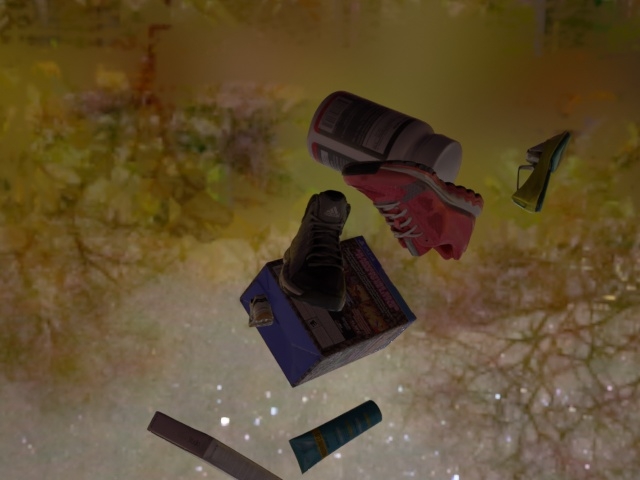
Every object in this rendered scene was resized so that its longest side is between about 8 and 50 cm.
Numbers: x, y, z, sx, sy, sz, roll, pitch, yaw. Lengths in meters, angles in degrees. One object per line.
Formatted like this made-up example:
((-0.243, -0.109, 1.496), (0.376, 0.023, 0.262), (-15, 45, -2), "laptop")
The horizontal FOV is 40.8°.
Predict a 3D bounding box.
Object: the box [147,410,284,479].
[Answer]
((-0.227, 0.516, 2.024), (0.232, 0.058, 0.322), (9, 153, 47), "box")

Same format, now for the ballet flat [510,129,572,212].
((0.466, -0.157, 1.835), (0.077, 0.231, 0.077), (19, 150, 20), "ballet flat")

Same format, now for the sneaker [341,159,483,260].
((0.159, -0.046, 1.444), (0.314, 0.136, 0.116), (18, 170, -39), "sneaker")

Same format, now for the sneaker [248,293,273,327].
((-0.077, 0.090, 1.111), (0.032, 0.037, 0.083), (-8, 166, -16), "sneaker")

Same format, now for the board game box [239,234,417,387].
((0.017, 0.146, 1.854), (0.291, 0.232, 0.141), (-15, 155, -42), "board game box")

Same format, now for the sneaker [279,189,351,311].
((0.000, 0.000, 1.142), (0.086, 0.132, 0.228), (16, -167, -13), "sneaker")

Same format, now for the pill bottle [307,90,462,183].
((0.129, -0.183, 1.726), (0.283, 0.161, 0.161), (27, -162, 28), "pill bottle")

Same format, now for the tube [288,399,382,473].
((0.033, 0.402, 1.797), (0.207, 0.080, 0.052), (-25, -172, -25), "tube")
